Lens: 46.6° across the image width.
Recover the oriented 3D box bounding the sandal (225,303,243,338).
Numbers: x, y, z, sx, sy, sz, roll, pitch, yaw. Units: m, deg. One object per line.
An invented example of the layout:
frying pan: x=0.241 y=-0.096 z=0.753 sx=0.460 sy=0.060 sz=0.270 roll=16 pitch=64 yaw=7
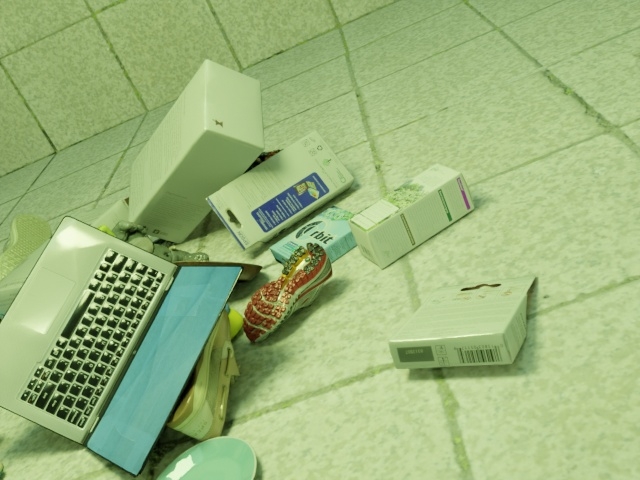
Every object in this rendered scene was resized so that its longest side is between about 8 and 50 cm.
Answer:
sandal: x=-0.289 y=0.124 z=1.562 sx=0.317 sy=0.138 sz=0.126 roll=3 pitch=40 yaw=48

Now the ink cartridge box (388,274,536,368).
ink cartridge box: x=0.239 y=0.130 z=1.194 sx=0.189 sy=0.066 sz=0.232 roll=-9 pitch=9 yaw=31

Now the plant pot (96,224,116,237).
plant pot: x=-0.537 y=0.136 z=1.673 sx=0.207 sy=0.227 sz=0.228 roll=-21 pitch=26 yaw=24

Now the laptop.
laptop: x=-0.398 y=0.160 z=1.329 sx=0.236 sy=0.408 sz=0.382 roll=105 pitch=-170 yaw=-71

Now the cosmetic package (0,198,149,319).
cosmetic package: x=-0.658 y=0.072 z=1.956 sx=0.217 sy=0.156 sz=0.385 roll=-13 pitch=27 yaw=37

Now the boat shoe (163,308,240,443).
boat shoe: x=-0.199 y=0.231 z=1.323 sx=0.109 sy=0.098 sz=0.302 roll=-40 pitch=24 yaw=23

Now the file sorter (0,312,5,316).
file sorter: x=-0.855 y=0.260 z=1.856 sx=0.170 sy=0.104 sz=0.118 roll=-14 pitch=28 yaw=25

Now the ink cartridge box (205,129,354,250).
ink cartridge box: x=-0.097 y=-0.116 z=1.800 sx=0.332 sy=0.165 sz=0.065 roll=-33 pitch=-11 yaw=-17

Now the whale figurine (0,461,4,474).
whale figurine: x=-0.721 y=0.419 z=1.451 sx=0.272 sy=0.141 sz=0.216 roll=26 pitch=53 yaw=29

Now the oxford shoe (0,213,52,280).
oxford shoe: x=-0.875 y=0.075 z=2.209 sx=0.130 sy=0.169 sz=0.449 roll=-63 pitch=28 yaw=20

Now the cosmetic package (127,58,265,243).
cosmetic package: x=-0.324 y=-0.210 z=1.881 sx=0.453 sy=0.161 sz=0.230 roll=-41 pitch=43 yaw=43

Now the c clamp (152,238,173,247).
c clamp: x=-0.456 y=0.032 z=2.018 sx=0.160 sy=0.022 sz=0.137 roll=-33 pitch=22 yaw=-10

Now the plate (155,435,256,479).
plate: x=-0.177 y=0.375 z=1.124 sx=0.188 sy=0.024 sz=0.188 roll=-20 pitch=27 yaw=11

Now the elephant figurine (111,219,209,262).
elephant figurine: x=-0.429 y=0.052 z=1.822 sx=0.239 sy=0.169 sz=0.186 roll=26 pitch=85 yaw=40

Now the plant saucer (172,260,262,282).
plant saucer: x=-0.225 y=0.070 z=1.617 sx=0.198 sy=0.036 sz=0.198 roll=1 pitch=-7 yaw=0

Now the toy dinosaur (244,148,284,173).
toy dinosaur: x=-0.166 y=-0.174 z=2.003 sx=0.218 sy=0.164 sz=0.322 roll=-5 pitch=7 yaw=6

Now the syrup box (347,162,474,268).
syrup box: x=0.184 y=-0.053 z=1.505 sx=0.237 sy=0.096 sz=0.093 roll=-32 pitch=28 yaw=-12

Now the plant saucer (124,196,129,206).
plant saucer: x=-0.607 y=-0.076 z=2.328 sx=0.278 sy=0.041 sz=0.278 roll=-20 pitch=26 yaw=10

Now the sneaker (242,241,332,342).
sneaker: x=-0.056 y=0.114 z=1.444 sx=0.225 sy=0.093 sz=0.088 roll=-45 pitch=49 yaw=-7

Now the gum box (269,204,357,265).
gum box: x=0.000 y=0.000 z=1.635 sx=0.184 sy=0.041 sz=0.157 roll=-33 pitch=27 yaw=-16
